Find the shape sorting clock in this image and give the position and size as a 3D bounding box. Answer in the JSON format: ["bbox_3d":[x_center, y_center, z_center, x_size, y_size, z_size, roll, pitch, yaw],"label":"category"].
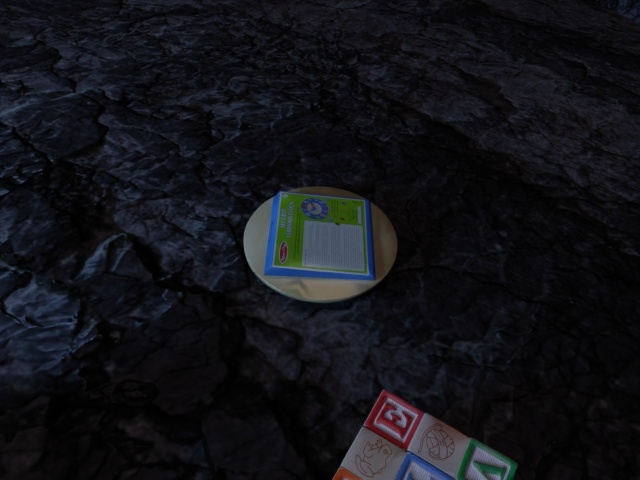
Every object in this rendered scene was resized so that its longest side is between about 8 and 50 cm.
[{"bbox_3d":[0.000,0.000,0.690,0.206,0.040,0.206,4,47,-5],"label":"shape sorting clock"}]

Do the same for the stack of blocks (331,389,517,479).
[{"bbox_3d":[0.051,0.280,0.373,0.171,0.087,0.297,26,46,17],"label":"stack of blocks"}]
